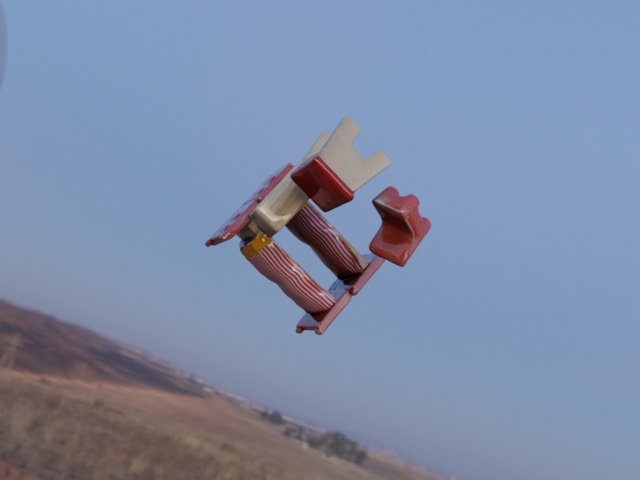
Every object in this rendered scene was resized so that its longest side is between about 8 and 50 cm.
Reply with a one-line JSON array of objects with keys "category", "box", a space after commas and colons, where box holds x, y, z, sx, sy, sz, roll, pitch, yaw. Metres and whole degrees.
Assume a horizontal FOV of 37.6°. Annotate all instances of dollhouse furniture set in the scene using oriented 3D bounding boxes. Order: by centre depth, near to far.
[{"category": "dollhouse furniture set", "box": [0.000, 0.000, 1.223, 0.201, 0.152, 0.374, 44, -16, -8]}]

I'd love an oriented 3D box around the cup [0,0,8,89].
[{"category": "cup", "box": [-0.404, -0.165, 0.783, 0.331, 0.331, 0.237, 28, 0, -38]}]
